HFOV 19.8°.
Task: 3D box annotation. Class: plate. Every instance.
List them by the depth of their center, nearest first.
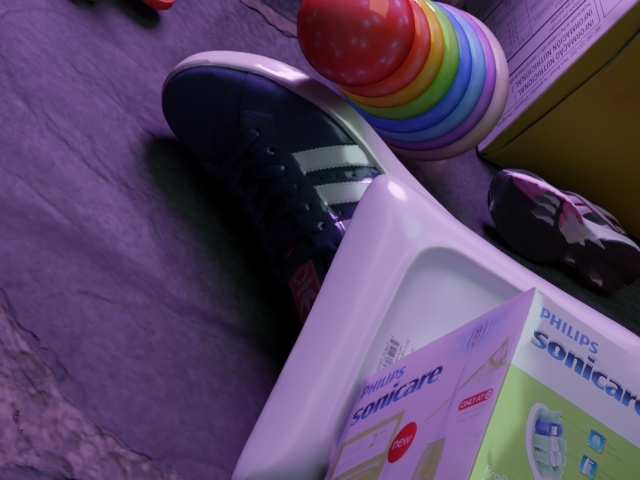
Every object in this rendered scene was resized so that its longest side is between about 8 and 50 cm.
[{"bbox_3d":[0.105,0.128,1.329,0.278,0.045,0.277,32,68,-17],"label":"plate"}]

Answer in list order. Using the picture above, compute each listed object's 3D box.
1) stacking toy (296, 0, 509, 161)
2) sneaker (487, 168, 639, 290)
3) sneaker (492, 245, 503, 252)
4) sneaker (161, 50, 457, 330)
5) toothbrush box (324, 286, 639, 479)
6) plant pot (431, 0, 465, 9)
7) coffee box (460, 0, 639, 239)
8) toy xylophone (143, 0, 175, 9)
[{"bbox_3d":[0.055,-0.149,1.493,0.141,0.141,0.330,54,12,13],"label":"stacking toy"},{"bbox_3d":[0.220,-0.018,1.705,0.178,0.072,0.077,33,24,-30],"label":"sneaker"},{"bbox_3d":[0.109,0.020,1.527,0.188,0.078,0.067,34,36,-15],"label":"sneaker"},{"bbox_3d":[0.000,0.000,1.402,0.350,0.131,0.148,39,47,2],"label":"sneaker"},{"bbox_3d":[0.078,0.199,1.133,0.122,0.206,0.283,35,57,-15],"label":"toothbrush box"},{"bbox_3d":[0.074,-0.343,1.737,0.229,0.263,0.263,31,35,2],"label":"plant pot"},{"bbox_3d":[0.372,-0.226,1.820,0.337,0.338,0.334,25,40,-26],"label":"coffee box"},{"bbox_3d":[-0.138,-0.305,1.604,0.236,0.081,0.322,46,35,1],"label":"toy xylophone"}]
